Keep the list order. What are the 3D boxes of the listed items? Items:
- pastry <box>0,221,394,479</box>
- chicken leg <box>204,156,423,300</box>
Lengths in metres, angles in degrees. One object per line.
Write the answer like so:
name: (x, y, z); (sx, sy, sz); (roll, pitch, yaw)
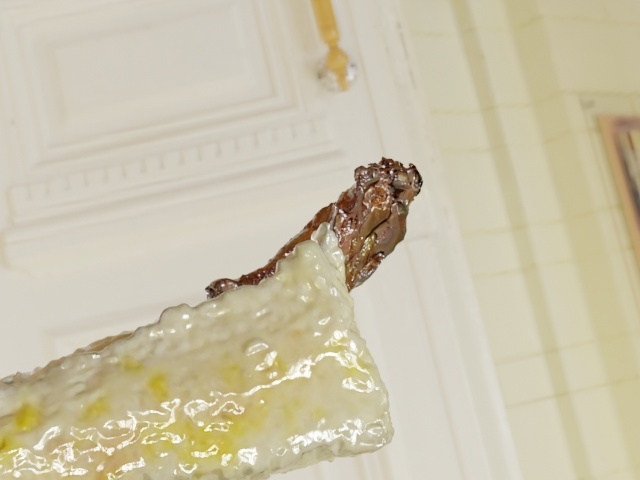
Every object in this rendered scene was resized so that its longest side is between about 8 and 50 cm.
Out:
pastry: (-0.083, 0.094, 0.577); (0.258, 0.121, 0.089); (-23, 160, -20)
chicken leg: (0.002, 0.004, 0.821); (0.205, 0.053, 0.093); (-46, 151, -29)
